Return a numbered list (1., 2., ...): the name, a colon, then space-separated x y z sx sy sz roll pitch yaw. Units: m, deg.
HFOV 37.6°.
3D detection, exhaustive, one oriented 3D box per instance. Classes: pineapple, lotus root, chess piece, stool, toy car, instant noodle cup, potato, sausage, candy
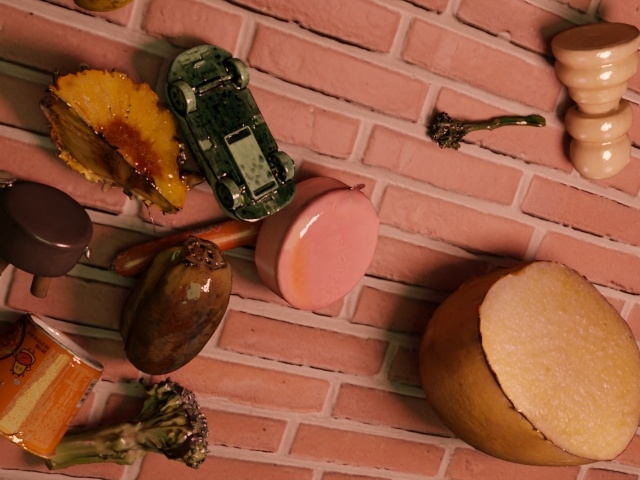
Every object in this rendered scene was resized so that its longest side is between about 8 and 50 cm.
1. pineapple: -0.329 -0.173 1.546 0.334 0.158 0.161 39 52 -32
2. lotus root: -0.249 0.124 1.628 0.160 0.152 0.275 -2 138 -44
3. chess piece: 0.546 -0.260 1.845 0.167 0.167 0.299 -20 118 -15
4. stool: -0.479 -0.019 1.530 0.139 0.228 0.153 -52 163 24
5. toy car: -0.164 -0.175 1.596 0.136 0.125 0.305 -31 96 -30
6. instant noodle cup: -0.481 0.235 1.577 0.216 0.216 0.172 42 81 -28
7. potato: 0.388 0.261 1.896 0.442 0.319 0.385 36 52 -20
8. sausage: -0.210 0.002 1.681 0.348 0.053 0.053 -15 113 -16
9. candy: 0.000 0.000 1.707 0.255 0.094 0.255 -22 127 -33

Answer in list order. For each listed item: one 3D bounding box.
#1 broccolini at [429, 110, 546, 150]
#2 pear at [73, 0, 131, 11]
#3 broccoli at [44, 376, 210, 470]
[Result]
1. broccolini: 0.331 -0.218 1.825 0.254 0.057 0.071 -6 153 -17
2. pear: -0.333 -0.412 1.459 0.131 0.107 0.107 -30 116 -14
3. broccoli: -0.355 0.360 1.713 0.304 0.165 0.145 -12 144 -4
